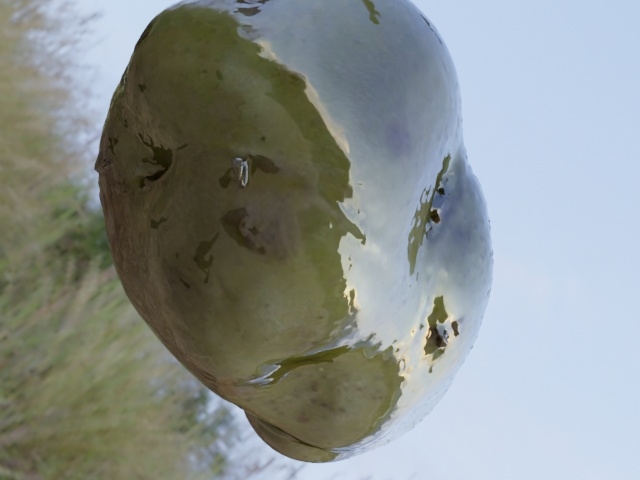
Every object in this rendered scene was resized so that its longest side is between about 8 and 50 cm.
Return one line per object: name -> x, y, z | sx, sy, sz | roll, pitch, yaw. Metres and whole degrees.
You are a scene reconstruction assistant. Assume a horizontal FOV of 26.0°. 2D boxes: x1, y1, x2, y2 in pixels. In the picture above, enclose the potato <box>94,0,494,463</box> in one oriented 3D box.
potato -> -0.003, 0.002, 0.785 | 0.203, 0.218, 0.351 | -10, -36, 14
